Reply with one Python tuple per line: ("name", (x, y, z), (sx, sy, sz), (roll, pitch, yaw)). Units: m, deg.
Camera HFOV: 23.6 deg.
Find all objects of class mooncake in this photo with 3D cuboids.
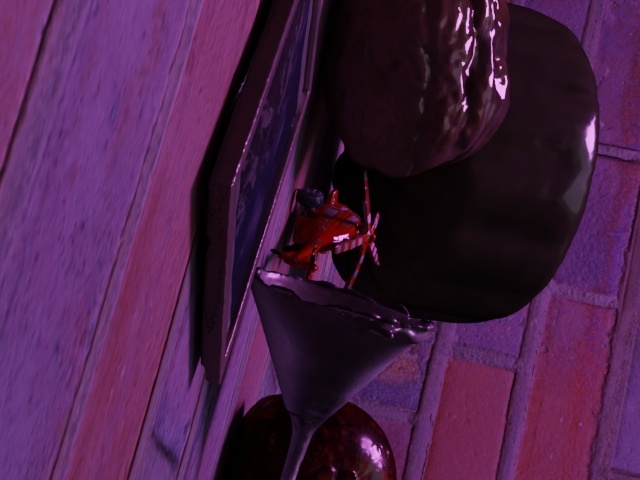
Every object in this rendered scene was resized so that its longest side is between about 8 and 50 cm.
("mooncake", (0.131, -0.085, 1.582), (0.351, 0.187, 0.351), (-168, -90, -67))

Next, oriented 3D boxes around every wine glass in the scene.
("wine glass", (-0.016, 0.148, 1.139), (0.156, 0.156, 0.232), (-19, 126, -85))

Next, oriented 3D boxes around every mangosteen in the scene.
("mangosteen", (-0.025, 0.203, 1.318), (0.146, 0.181, 0.156), (-13, 103, -38))

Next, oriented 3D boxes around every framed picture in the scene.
("framed picture", (-0.036, -0.073, 0.999), (0.209, 0.019, 0.281), (97, 7, -53))

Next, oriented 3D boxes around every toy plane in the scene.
("toy plane", (-0.001, 0.007, 1.337), (0.194, 0.077, 0.126), (-58, 158, -53))

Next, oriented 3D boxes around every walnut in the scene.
("walnut", (0.086, -0.172, 1.342), (0.178, 0.178, 0.230), (-66, 158, -68))
